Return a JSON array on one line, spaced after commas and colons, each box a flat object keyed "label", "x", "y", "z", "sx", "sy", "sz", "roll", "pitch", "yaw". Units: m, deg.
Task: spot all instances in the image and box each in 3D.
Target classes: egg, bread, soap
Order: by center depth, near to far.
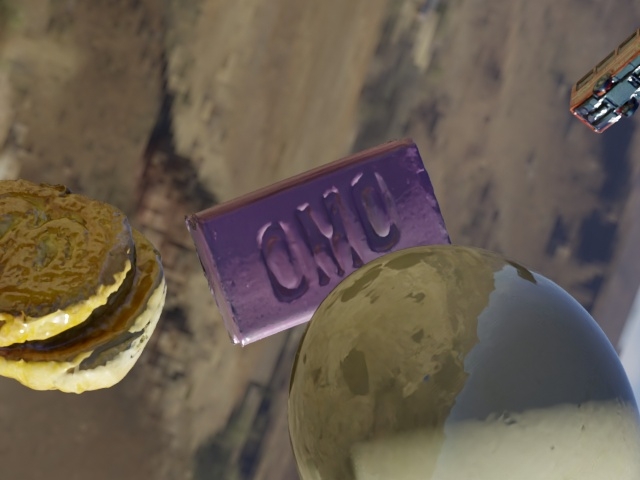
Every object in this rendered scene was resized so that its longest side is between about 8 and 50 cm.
[{"label": "egg", "x": 0.083, "y": 0.110, "z": 1.075, "sx": 0.241, "sy": 0.186, "sz": 0.186, "roll": 58, "pitch": 43, "yaw": -38}, {"label": "soap", "x": 0.000, "y": 0.000, "z": 1.652, "sx": 0.065, "sy": 0.203, "sz": 0.122, "roll": 176, "pitch": -107, "yaw": -79}, {"label": "bread", "x": -0.260, "y": 0.040, "z": 1.781, "sx": 0.120, "sy": 0.236, "sz": 0.198, "roll": 91, "pitch": 17, "yaw": -45}]

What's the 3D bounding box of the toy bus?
[{"label": "toy bus", "x": 0.207, "y": -0.115, "z": 1.253, "sx": 0.110, "sy": 0.031, "sz": 0.043, "roll": -42, "pitch": -159, "yaw": 32}]
